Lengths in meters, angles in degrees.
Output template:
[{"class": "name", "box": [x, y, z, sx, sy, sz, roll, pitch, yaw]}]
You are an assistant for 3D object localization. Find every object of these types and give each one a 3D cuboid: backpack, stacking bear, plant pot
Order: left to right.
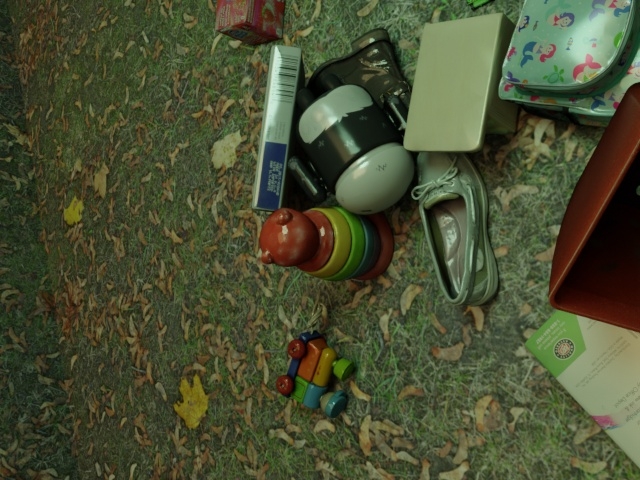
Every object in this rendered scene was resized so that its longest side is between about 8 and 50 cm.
[{"class": "stacking bear", "box": [0.000, 0.000, 1.143, 0.164, 0.289, 0.175, 42, 114, 36]}, {"class": "backpack", "box": [0.416, -0.289, 0.873, 0.253, 0.191, 0.225, 25, 102, 35]}, {"class": "plant pot", "box": [0.450, -0.053, 0.711, 0.267, 0.236, 0.267, 16, 128, 4]}]

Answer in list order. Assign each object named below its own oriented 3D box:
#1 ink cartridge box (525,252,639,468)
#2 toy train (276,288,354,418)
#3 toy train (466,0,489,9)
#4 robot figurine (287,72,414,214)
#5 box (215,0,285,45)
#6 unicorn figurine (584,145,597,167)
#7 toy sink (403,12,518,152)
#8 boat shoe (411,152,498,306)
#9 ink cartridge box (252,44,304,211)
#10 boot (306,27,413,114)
[{"class": "ink cartridge box", "box": [0.494, 0.205, 0.799, 0.207, 0.119, 0.353, -55, 54, 26]}, {"class": "toy train", "box": [0.012, 0.247, 1.247, 0.143, 0.105, 0.248, 25, 103, 29]}, {"class": "toy train", "box": [0.312, -0.457, 1.083, 0.083, 0.017, 0.024, -15, 87, 40]}, {"class": "robot figurine", "box": [0.061, -0.182, 1.114, 0.209, 0.173, 0.278, -46, 68, 37]}, {"class": "box", "box": [-0.170, -0.639, 1.453, 0.122, 0.128, 0.257, 5, 89, 42]}, {"class": "unicorn figurine", "box": [0.463, -0.143, 0.874, 0.111, 0.162, 0.060, -16, 69, 12]}, {"class": "toy sink", "box": [0.262, -0.258, 1.036, 0.152, 0.131, 0.234, 7, 87, 42]}, {"class": "boat shoe", "box": [0.237, -0.038, 1.058, 0.118, 0.103, 0.321, -18, 74, 39]}, {"class": "ink cartridge box", "box": [-0.081, -0.222, 1.284, 0.071, 0.330, 0.324, 7, 93, 2]}, {"class": "boot", "box": [0.092, -0.289, 1.223, 0.263, 0.091, 0.229, -32, 73, 42]}]
